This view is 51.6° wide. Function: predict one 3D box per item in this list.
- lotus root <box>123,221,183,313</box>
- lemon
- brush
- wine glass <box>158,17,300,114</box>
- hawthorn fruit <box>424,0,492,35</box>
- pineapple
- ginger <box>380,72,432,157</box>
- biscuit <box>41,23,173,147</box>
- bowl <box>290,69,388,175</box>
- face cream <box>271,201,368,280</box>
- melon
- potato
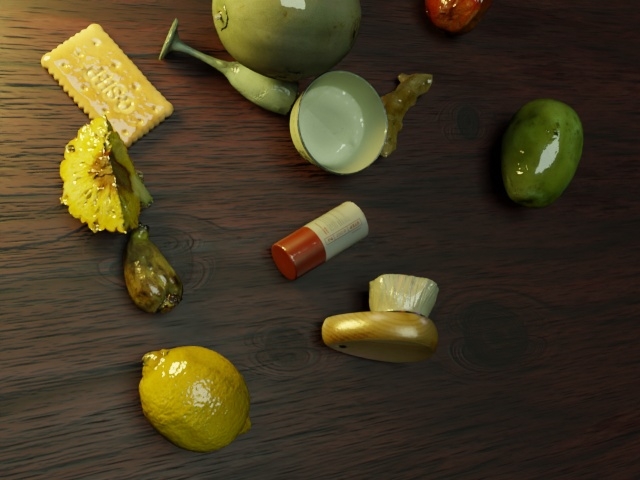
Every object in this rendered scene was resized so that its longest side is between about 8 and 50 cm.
[{"bbox_3d":[-0.346,0.059,1.334,0.191,0.094,0.108,63,22,11],"label":"lotus root"},{"bbox_3d":[-0.240,0.302,1.273,0.256,0.188,0.188,39,66,-14],"label":"lemon"},{"bbox_3d":[0.136,0.173,1.503,0.266,0.174,0.166,5,63,-8],"label":"brush"},{"bbox_3d":[-0.224,-0.305,1.472,0.309,0.096,0.265,23,76,-20],"label":"wine glass"},{"bbox_3d":[0.370,-0.638,1.775,0.173,0.179,0.174,-17,115,-40],"label":"hawthorn fruit"},{"bbox_3d":[-0.431,-0.106,1.333,0.139,0.164,0.250,-19,82,12],"label":"pineapple"},{"bbox_3d":[0.194,-0.328,1.682,0.118,0.065,0.299,38,65,1],"label":"ginger"},{"bbox_3d":[-0.445,-0.327,1.398,0.250,0.030,0.160,49,64,-8],"label":"biscuit"},{"bbox_3d":[0.028,-0.268,1.541,0.237,0.126,0.238,-2,94,-26],"label":"bowl"},{"bbox_3d":[0.000,0.000,1.502,0.214,0.096,0.096,-31,93,-27],"label":"face cream"},{"bbox_3d":[-0.074,-0.471,1.388,0.330,0.268,0.269,-9,83,-37],"label":"melon"},{"bbox_3d":[0.587,-0.236,1.774,0.215,0.215,0.305,22,81,-20],"label":"potato"}]
